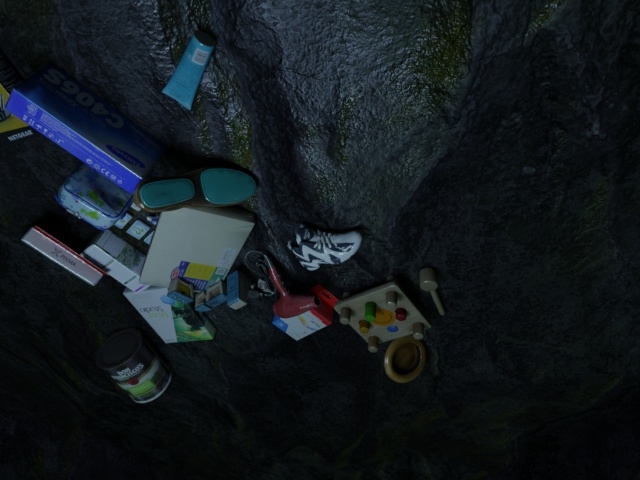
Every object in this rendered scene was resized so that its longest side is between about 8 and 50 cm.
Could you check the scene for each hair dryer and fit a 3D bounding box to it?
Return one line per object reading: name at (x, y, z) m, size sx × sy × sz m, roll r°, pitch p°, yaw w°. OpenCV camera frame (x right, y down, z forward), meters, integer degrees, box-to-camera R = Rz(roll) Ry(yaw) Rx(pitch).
hair dryer at (-0.136, 0.172, 1.538) m, size 0.293 × 0.080 × 0.224 m, roll 21°, pitch 134°, yaw 15°

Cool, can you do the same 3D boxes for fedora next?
fedora at (0.308, 0.440, 1.727) m, size 0.194 × 0.195 × 0.079 m, roll 35°, pitch 165°, yaw -21°

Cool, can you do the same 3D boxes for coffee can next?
coffee can at (-0.797, 0.539, 1.963) m, size 0.201 × 0.202 × 0.276 m, roll -6°, pitch 131°, yaw 16°

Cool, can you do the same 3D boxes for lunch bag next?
lunch bag at (-0.615, -0.144, 1.288) m, size 0.176 × 0.219 × 0.090 m, roll 37°, pitch 129°, yaw -23°

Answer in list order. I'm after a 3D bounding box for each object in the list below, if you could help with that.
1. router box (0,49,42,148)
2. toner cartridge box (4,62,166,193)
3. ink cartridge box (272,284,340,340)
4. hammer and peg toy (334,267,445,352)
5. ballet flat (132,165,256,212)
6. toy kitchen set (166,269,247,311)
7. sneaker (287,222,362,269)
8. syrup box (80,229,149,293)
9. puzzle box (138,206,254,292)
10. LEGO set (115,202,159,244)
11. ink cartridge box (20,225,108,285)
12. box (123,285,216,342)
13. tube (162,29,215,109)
router box at (-0.926, -0.369, 1.232) m, size 0.308 × 0.081 × 0.243 m, roll -10°, pitch 129°, yaw 19°
toner cartridge box at (-0.596, -0.289, 1.190) m, size 0.347 × 0.165 × 0.075 m, roll 37°, pitch 128°, yaw -23°
ink cartridge box at (-0.048, 0.264, 1.659) m, size 0.231 × 0.078 × 0.134 m, roll -33°, pitch 119°, yaw 32°
hammer and peg toy at (0.261, 0.245, 1.552) m, size 0.361 × 0.128 × 0.266 m, roll -24°, pitch 124°, yaw 28°
ballet flat at (-0.352, -0.137, 1.270) m, size 0.124 × 0.342 × 0.116 m, roll -1°, pitch 102°, yaw 55°
toy kitchen set at (-0.377, 0.173, 1.517) m, size 0.207 × 0.122 × 0.166 m, roll -29°, pitch 138°, yaw 21°
sneaker at (0.000, 0.000, 1.396) m, size 0.234 × 0.094 × 0.153 m, roll -18°, pitch 136°, yaw 37°
syrup box at (-0.691, 0.073, 1.587) m, size 0.096 × 0.093 × 0.237 m, roll -28°, pitch 122°, yaw 30°
puzzle box at (-0.411, 0.029, 1.476) m, size 0.271 × 0.052 × 0.409 m, roll 13°, pitch 135°, yaw -26°
LEGO set at (-0.551, -0.064, 1.465) m, size 0.182 × 0.060 × 0.244 m, roll 37°, pitch 127°, yaw -27°
ink cartridge box at (-0.877, 0.058, 1.558) m, size 0.275 × 0.060 × 0.238 m, roll 43°, pitch 157°, yaw -26°
box at (-0.583, 0.281, 1.785) m, size 0.232 × 0.059 × 0.322 m, roll -9°, pitch 131°, yaw 18°
tube at (-0.320, -0.411, 1.111) m, size 0.080 × 0.052 × 0.207 m, roll 34°, pitch 134°, yaw -14°
